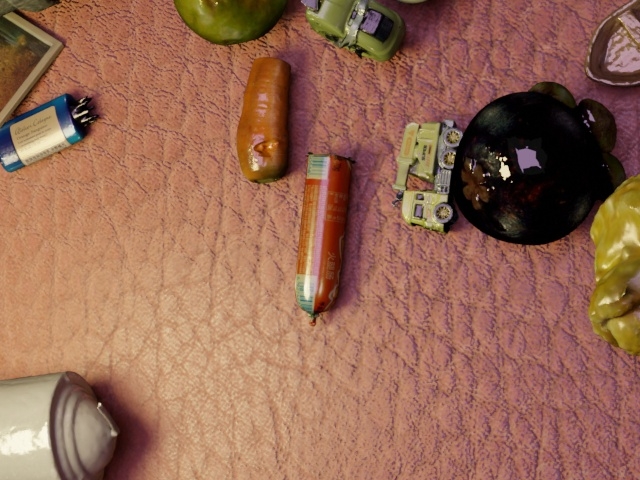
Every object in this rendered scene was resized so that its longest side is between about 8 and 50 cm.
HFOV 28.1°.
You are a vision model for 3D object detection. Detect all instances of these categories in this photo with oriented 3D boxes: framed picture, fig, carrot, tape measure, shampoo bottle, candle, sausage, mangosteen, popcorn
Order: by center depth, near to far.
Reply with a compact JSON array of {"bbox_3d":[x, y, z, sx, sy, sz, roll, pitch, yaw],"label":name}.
[{"bbox_3d":[0.491,0.043,1.735,0.276,0.225,0.277,-22,59,42],"label":"popcorn"},{"bbox_3d":[0.311,-0.109,1.818,0.242,0.243,0.243,-2,84,16],"label":"mangosteen"},{"bbox_3d":[0.051,-0.327,1.934,0.154,0.177,0.088,23,92,4],"label":"tape measure"},{"bbox_3d":[0.000,0.000,1.962,0.083,0.083,0.264,6,88,17],"label":"sausage"},{"bbox_3d":[-0.457,0.319,1.991,0.342,0.221,0.221,-7,83,13],"label":"candle"},{"bbox_3d":[-0.089,-0.187,2.002,0.087,0.087,0.194,-3,82,16],"label":"carrot"},{"bbox_3d":[-0.171,-0.429,2.018,0.275,0.206,0.206,35,96,50],"label":"fig"},{"bbox_3d":[-0.454,-0.184,2.124,0.183,0.050,0.087,-23,72,13],"label":"shampoo bottle"},{"bbox_3d":[-0.583,-0.322,2.173,0.250,0.016,0.184,34,81,17],"label":"framed picture"}]

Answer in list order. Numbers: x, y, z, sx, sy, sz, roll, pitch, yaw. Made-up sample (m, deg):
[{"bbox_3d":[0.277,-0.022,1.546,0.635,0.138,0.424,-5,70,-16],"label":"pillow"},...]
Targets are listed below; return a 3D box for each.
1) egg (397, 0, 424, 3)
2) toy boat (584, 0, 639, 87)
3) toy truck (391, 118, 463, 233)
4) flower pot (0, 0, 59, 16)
[{"bbox_3d":[0.114,-0.536,1.899,0.229,0.230,0.371,-9,87,15],"label":"egg"},{"bbox_3d":[0.468,-0.287,1.857,0.188,0.061,0.116,-34,78,11],"label":"toy boat"},{"bbox_3d":[0.162,-0.099,1.921,0.100,0.077,0.169,8,88,14],"label":"toy truck"},{"bbox_3d":[-0.540,-0.504,2.064,0.282,0.299,0.299,-19,80,14],"label":"flower pot"}]
